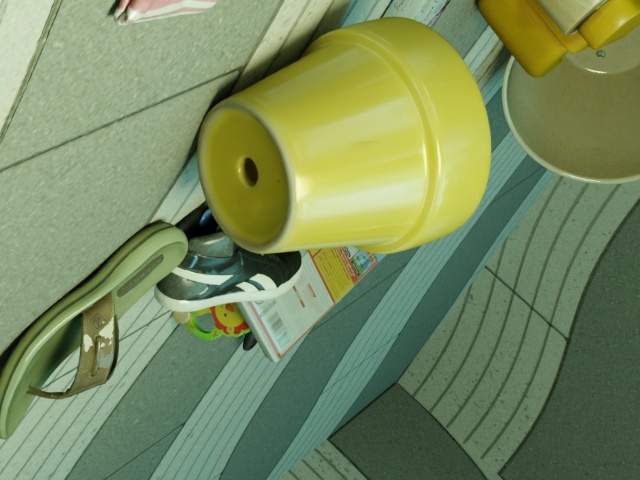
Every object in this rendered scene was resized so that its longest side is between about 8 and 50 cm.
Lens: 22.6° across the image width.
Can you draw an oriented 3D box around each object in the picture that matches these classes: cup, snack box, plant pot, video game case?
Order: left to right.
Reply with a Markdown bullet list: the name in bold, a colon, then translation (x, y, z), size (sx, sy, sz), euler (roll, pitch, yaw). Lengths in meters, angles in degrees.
- **video game case**: translation (0.000, 0.000, 2.084), size (0.285, 0.025, 0.204), euler (-43, 136, -18)
- **plant pot**: translation (0.010, -0.095, 1.697), size (0.239, 0.254, 0.254), euler (-17, 152, -37)
- **snack box**: translation (0.130, -0.299, 1.906), size (0.100, 0.037, 0.141), euler (-31, 159, -52)
- **cup**: translation (0.465, -0.293, 2.592), size (0.331, 0.331, 0.237), euler (-56, -168, 35)

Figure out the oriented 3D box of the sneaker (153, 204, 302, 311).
- **sneaker**: translation (-0.093, 0.009, 1.899), size (0.216, 0.079, 0.121), euler (-16, 132, -42)

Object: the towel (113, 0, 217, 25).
- **towel**: translation (-0.082, -0.255, 1.303), size (0.197, 0.029, 0.144), euler (-54, 166, 26)

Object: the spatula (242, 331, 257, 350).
- **spatula**: translation (-0.068, 0.081, 2.452), size (0.084, 0.030, 0.296), euler (-30, 161, -40)

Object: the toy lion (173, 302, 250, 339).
- **toy lion**: translation (-0.130, 0.092, 2.100), size (0.100, 0.096, 0.034), euler (-51, 168, 19)

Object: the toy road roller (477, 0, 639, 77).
- **toy road roller**: translation (0.313, -0.326, 2.111), size (0.240, 0.202, 0.329), euler (-41, 173, 28)

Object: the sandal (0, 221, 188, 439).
- **sandal**: translation (-0.245, 0.103, 1.741), size (0.303, 0.086, 0.120), euler (-45, 168, -14)
